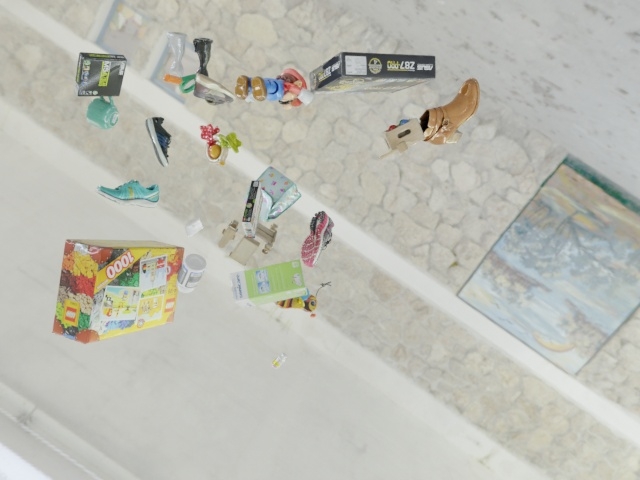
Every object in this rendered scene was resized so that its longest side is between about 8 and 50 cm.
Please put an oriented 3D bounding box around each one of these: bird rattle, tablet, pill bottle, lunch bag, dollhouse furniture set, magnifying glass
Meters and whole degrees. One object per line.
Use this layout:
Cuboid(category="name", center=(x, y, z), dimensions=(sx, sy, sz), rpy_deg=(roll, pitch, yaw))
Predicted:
Cuboid(category="bird rattle", center=(-0.567, -0.515, 2.369), dimensions=(0.253, 0.207, 0.143), rpy_deg=(21, -169, 23))
Cuboid(category="tablet", center=(-0.556, -0.056, 1.927), dimensions=(0.006, 0.054, 0.083), rpy_deg=(15, -136, 39))
Cuboid(category="pill bottle", center=(-0.446, 0.116, 1.506), dimensions=(0.078, 0.137, 0.078), rpy_deg=(20, -139, -18))
Cuboid(category="pill bottle", center=(-0.207, 0.605, 2.215), dimensions=(0.043, 0.083, 0.043), rpy_deg=(40, -167, -11))
Cuboid(category="lunch bag", center=(-0.278, -0.247, 2.426), dimensions=(0.223, 0.262, 0.160), rpy_deg=(40, 169, 29))
Cuboid(category="dollhouse furniture set", center=(-0.448, -0.029, 2.692), dimensions=(0.303, 0.174, 0.356), rpy_deg=(34, -154, -15))
Cuboid(category="magnifying glass", center=(-0.529, -0.607, 1.677), dimensions=(0.026, 0.092, 0.231), rpy_deg=(50, -164, -5))

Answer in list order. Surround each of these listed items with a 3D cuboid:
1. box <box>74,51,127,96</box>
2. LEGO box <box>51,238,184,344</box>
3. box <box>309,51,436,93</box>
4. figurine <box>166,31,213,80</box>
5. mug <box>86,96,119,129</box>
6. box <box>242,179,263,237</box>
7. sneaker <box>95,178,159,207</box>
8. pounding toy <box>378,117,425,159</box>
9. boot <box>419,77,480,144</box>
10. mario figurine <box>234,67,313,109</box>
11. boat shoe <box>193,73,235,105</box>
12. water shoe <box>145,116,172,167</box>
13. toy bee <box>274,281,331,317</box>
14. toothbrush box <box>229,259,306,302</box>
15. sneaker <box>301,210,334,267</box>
Cuboid(category="box", center=(-0.932, -0.699, 1.859), dimensions=(0.184, 0.191, 0.045), rpy_deg=(-17, -117, -46))
Cuboid(category="LEGO box", center=(-0.838, 0.194, 1.877), dimensions=(0.193, 0.373, 0.500), rpy_deg=(11, -177, 19))
Cuboid(category="box", center=(0.192, -0.642, 1.701), dimensions=(0.394, 0.097, 0.318), rpy_deg=(-8, -168, -22))
Cuboid(category="figurine", center=(-0.639, -0.886, 2.137), dimensions=(0.214, 0.210, 0.092), rpy_deg=(13, -151, 2))
Cuboid(category="mug", center=(-1.001, -0.591, 2.030), dimensions=(0.097, 0.158, 0.129), rpy_deg=(23, -129, 1))
Cuboid(category="box", center=(-0.269, -0.125, 1.755), dimensions=(0.036, 0.114, 0.207), rpy_deg=(4, -123, 4))
Cuboid(category="sneaker", center=(-0.825, -0.213, 1.890), dimensions=(0.107, 0.110, 0.275), rpy_deg=(26, -165, 36))
Cuboid(category="pounding toy", center=(0.278, -0.374, 1.599), dimensions=(0.094, 0.181, 0.206), rpy_deg=(63, -172, -13))
Cuboid(category="boot", center=(0.502, -0.520, 1.759), dimensions=(0.220, 0.284, 0.109), rpy_deg=(-2, -140, -31))
Cuboid(category="mario figurine", center=(-0.161, -0.537, 1.636), dimensions=(0.198, 0.170, 0.320), rpy_deg=(49, -143, 12))
Cuboid(category="boat shoe", center=(-0.432, -0.592, 1.767), dimensions=(0.102, 0.092, 0.285), rpy_deg=(35, -168, 3))
Cuboid(category="water shoe", center=(-0.624, -0.393, 1.738), dimensions=(0.080, 0.203, 0.073), rpy_deg=(-21, -173, -26))
Cuboid(category="toy bee", center=(-0.081, 0.302, 2.141), dimensions=(0.195, 0.298, 0.162), rpy_deg=(68, -168, -81))
Cuboid(category="toothbrush box", center=(-0.203, 0.180, 1.779), dimensions=(0.206, 0.283, 0.122), rpy_deg=(84, 172, -75))
Cuboid(category="sneaker", center=(0.000, 0.000, 2.130), dimensions=(0.120, 0.299, 0.112), rpy_deg=(-9, 141, 42))
